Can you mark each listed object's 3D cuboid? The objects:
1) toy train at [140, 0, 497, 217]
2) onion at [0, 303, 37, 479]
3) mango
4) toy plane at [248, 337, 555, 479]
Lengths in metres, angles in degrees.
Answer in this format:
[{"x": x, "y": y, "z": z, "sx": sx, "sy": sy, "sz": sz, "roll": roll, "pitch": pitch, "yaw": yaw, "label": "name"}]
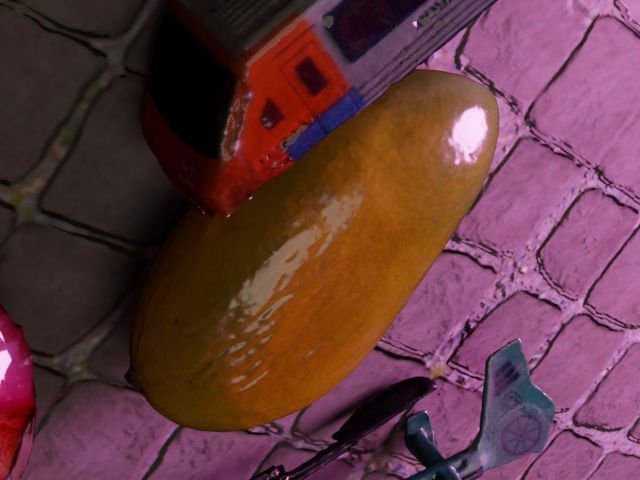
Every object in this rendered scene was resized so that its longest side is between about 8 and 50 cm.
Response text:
[{"x": 0.074, "y": -0.174, "z": 0.511, "sx": 0.409, "sy": 0.086, "sz": 0.089, "roll": -40, "pitch": 134, "yaw": -2, "label": "toy train"}, {"x": -0.214, "y": 0.077, "z": 0.508, "sx": 0.150, "sy": 0.140, "sz": 0.150, "roll": 16, "pitch": 69, "yaw": -48, "label": "onion"}, {"x": -0.005, "y": -0.001, "z": 0.588, "sx": 0.237, "sy": 0.091, "sz": 0.137, "roll": -55, "pitch": 139, "yaw": 4, "label": "mango"}, {"x": -0.008, "y": 0.201, "z": 0.731, "sx": 0.381, "sy": 0.106, "sz": 0.155, "roll": -25, "pitch": 121, "yaw": -9, "label": "toy plane"}]
